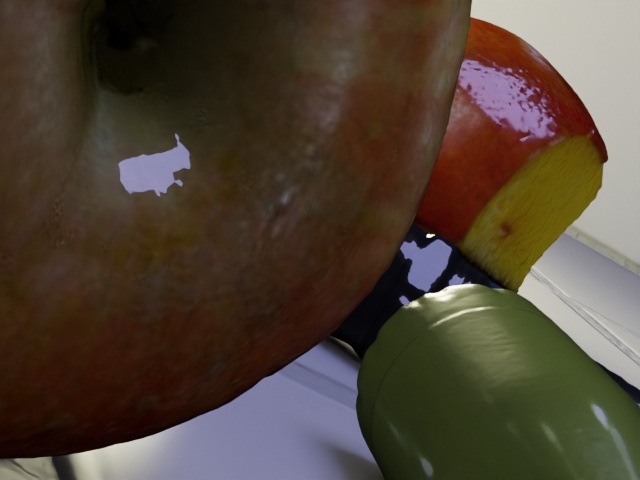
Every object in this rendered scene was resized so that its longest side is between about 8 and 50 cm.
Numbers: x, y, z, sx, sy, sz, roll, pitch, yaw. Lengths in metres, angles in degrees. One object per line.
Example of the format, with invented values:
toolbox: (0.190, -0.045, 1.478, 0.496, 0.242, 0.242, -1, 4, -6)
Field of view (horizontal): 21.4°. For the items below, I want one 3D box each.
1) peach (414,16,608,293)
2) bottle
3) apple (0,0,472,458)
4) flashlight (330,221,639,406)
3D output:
peach: (0.107, -0.104, 1.614, 0.306, 0.242, 0.380, 31, 7, -38)
bottle: (0.095, 0.107, 0.730, 0.112, 0.112, 0.260, 29, 9, -20)
apple: (-0.105, -0.080, 0.536, 0.301, 0.301, 0.301, 31, 8, -5)
flashlight: (0.139, 0.097, 1.064, 0.424, 0.103, 0.103, 34, 8, 4)
